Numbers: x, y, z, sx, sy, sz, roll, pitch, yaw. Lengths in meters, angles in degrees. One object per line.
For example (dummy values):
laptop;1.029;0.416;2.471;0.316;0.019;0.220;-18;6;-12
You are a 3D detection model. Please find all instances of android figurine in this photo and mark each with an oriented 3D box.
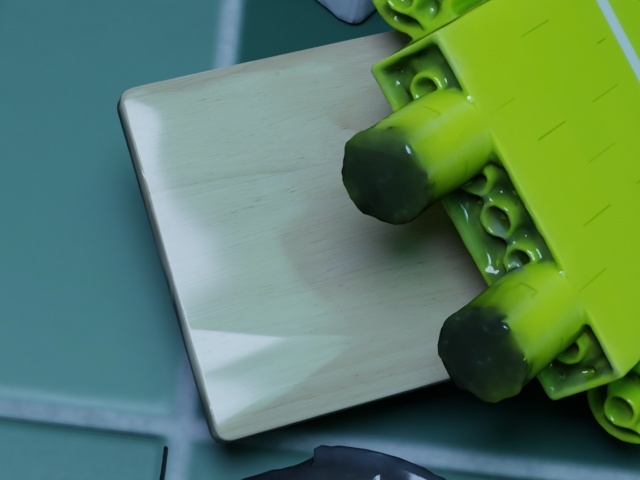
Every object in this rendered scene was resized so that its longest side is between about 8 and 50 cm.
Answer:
android figurine;0.119;-0.039;0.837;0.273;0.056;0.248;-37;98;-48

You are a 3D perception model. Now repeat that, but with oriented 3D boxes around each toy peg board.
toy peg board;0.000;0.000;0.852;0.161;0.079;0.160;-14;81;-16

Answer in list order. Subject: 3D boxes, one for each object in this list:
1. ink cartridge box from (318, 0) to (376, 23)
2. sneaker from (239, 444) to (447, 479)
ink cartridge box;0.062;-0.273;0.875;0.121;0.289;0.211;41;63;12
sneaker;-0.036;0.169;0.604;0.483;0.185;0.202;14;47;-4
